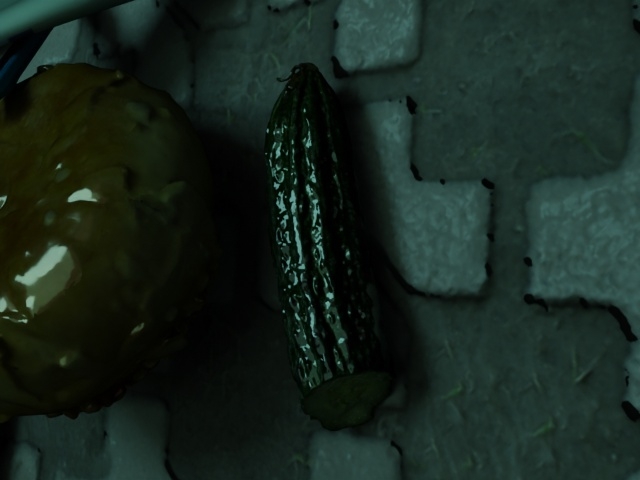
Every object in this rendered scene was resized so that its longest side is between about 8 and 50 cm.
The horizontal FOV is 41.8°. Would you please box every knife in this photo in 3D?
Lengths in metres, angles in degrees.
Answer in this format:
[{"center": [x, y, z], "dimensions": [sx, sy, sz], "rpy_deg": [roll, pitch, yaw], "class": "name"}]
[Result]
[{"center": [-0.252, -0.186, 0.739], "dimensions": [0.044, 0.026, 0.296], "rpy_deg": [-24, 31, 13], "class": "knife"}]

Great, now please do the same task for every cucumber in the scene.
[{"center": [-0.002, 0.000, 0.607], "dimensions": [0.077, 0.077, 0.265], "rpy_deg": [-22, 69, 32], "class": "cucumber"}]

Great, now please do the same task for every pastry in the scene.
[{"center": [-0.200, 0.006, 0.676], "dimensions": [0.316, 0.184, 0.284], "rpy_deg": [12, 71, 41], "class": "pastry"}]

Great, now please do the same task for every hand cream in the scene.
[{"center": [-0.221, -0.207, 0.696], "dimensions": [0.321, 0.067, 0.109], "rpy_deg": [-23, 36, -7], "class": "hand cream"}]
